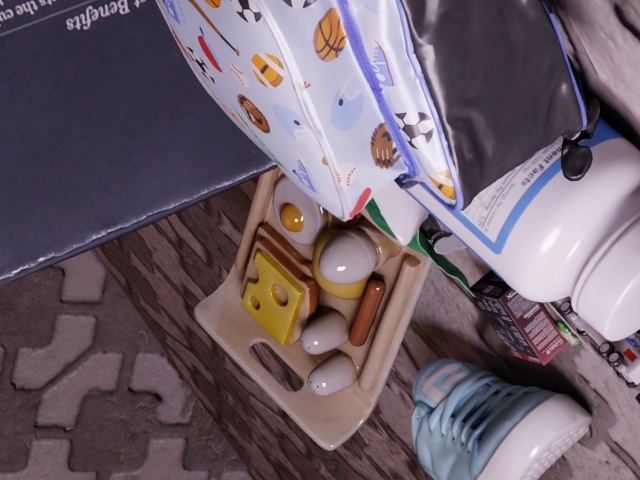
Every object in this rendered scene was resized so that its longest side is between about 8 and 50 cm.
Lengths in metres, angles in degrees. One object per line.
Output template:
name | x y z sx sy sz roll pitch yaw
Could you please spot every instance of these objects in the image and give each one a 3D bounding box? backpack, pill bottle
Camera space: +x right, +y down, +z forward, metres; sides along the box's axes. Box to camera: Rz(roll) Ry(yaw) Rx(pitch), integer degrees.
backpack | 0.014 -0.159 1.115 0.263 0.213 0.276 50 163 51
pill bottle | 0.141 -0.038 1.236 0.221 0.124 0.124 44 165 24

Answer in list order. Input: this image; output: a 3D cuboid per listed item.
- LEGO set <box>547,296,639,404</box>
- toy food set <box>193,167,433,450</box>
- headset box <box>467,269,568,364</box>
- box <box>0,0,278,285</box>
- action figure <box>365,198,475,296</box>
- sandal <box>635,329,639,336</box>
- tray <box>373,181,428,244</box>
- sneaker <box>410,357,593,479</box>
LEGO set | 0.197 0.038 1.450 0.244 0.060 0.182 49 -177 7
toy food set | -0.021 0.035 1.810 0.220 0.092 0.306 43 138 24
headset box | 0.172 0.069 1.611 0.083 0.032 0.062 53 166 -17
box | -0.290 -0.210 1.562 0.472 0.297 0.480 69 164 -4
action figure | 0.059 -0.046 1.567 0.137 0.063 0.232 54 177 -25
sandal | 0.242 0.041 1.270 0.254 0.054 0.097 36 161 44
tray | 0.024 -0.138 1.360 0.270 0.030 0.145 62 -159 -9
sneaker | 0.143 0.179 1.777 0.150 0.135 0.366 45 165 5
